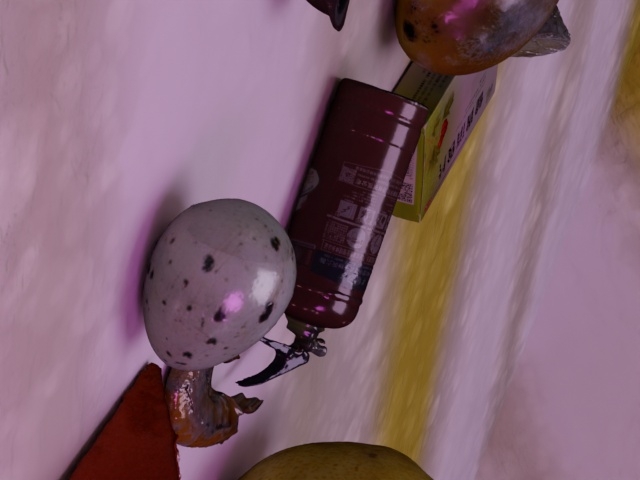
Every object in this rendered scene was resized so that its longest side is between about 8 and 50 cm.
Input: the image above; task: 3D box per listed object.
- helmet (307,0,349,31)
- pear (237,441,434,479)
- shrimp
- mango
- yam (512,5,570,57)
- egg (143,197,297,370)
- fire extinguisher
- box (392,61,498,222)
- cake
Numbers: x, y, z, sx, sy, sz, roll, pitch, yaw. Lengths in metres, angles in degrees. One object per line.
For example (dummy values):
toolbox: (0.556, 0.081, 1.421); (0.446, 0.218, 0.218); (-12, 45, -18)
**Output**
helmet: (0.006, -0.262, 1.673); (0.098, 0.070, 0.123); (-51, 162, -72)
pear: (0.013, 0.362, 2.006); (0.304, 0.304, 0.304); (19, 90, -74)
shrimp: (-0.104, 0.145, 1.810); (0.132, 0.052, 0.187); (-69, 161, -5)
mango: (0.213, -0.314, 2.041); (0.316, 0.146, 0.193); (-42, 148, -5)
yam: (0.224, -0.302, 2.184); (0.107, 0.107, 0.183); (26, 45, -74)
egg: (-0.094, 0.040, 1.602); (0.164, 0.131, 0.131); (-52, 171, 22)
fire extinguisher: (0.000, 0.000, 1.928); (0.138, 0.102, 0.344); (19, 91, -41)
box: (0.150, -0.172, 2.255); (0.175, 0.062, 0.260); (90, 24, -49)
cake: (-0.201, 0.256, 1.632); (0.262, 0.160, 0.158); (-104, -168, -46)
